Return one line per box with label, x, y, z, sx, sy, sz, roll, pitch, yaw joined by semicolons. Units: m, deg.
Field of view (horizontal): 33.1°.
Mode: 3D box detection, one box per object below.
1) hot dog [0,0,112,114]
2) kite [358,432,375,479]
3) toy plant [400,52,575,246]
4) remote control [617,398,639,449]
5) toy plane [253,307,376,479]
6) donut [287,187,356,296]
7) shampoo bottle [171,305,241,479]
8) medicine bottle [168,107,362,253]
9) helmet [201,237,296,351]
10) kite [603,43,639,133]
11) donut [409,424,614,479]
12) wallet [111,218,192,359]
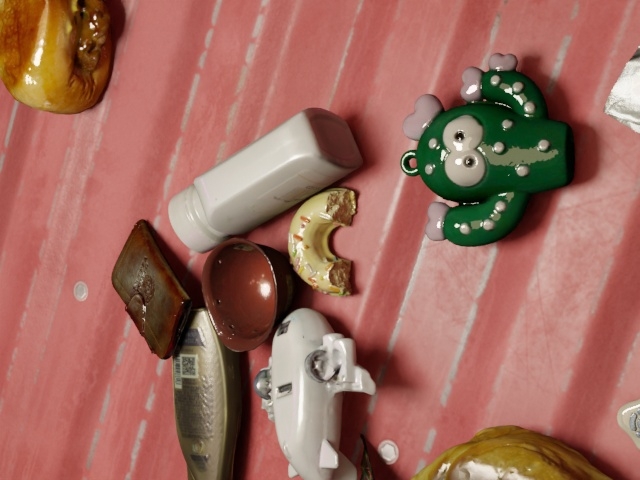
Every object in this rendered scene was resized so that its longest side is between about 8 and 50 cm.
hot dog;-0.496;-0.422;1.874;0.223;0.185;0.405;-46;67;24
kite;0.077;0.422;1.516;0.016;0.234;0.321;-1;71;-10
toy plant;0.222;-0.118;1.474;0.243;0.112;0.233;-29;76;22
remote control;0.442;0.216;1.379;0.122;0.032;0.074;-48;67;22
toy plane;-0.011;0.231;1.596;0.266;0.122;0.267;-10;78;55
donut;-0.004;0.003;1.636;0.108;0.065;0.166;0;89;32
shampoo bottle;-0.182;0.281;1.731;0.125;0.084;0.350;-5;87;40
medicine bottle;-0.091;-0.089;1.637;0.296;0.161;0.111;-31;73;29
helmet;-0.095;0.081;1.667;0.155;0.106;0.175;1;93;37
kite;0.463;-0.249;1.385;0.141;0.015;0.245;23;102;27
donut;0.262;0.421;1.411;0.360;0.170;0.361;2;93;34
wallet;-0.280;0.084;1.772;0.255;0.031;0.137;50;120;48
